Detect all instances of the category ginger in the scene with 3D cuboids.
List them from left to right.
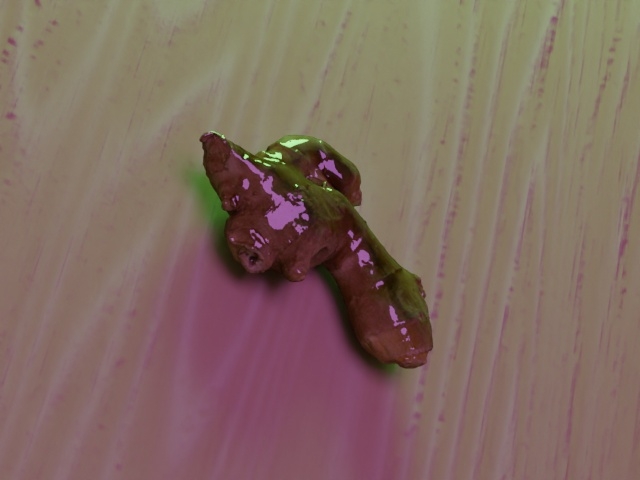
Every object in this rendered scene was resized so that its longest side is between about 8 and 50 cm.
[{"bbox_3d":[-0.002,0.008,1.332,0.133,0.059,0.214,-22,81,-48],"label":"ginger"}]
